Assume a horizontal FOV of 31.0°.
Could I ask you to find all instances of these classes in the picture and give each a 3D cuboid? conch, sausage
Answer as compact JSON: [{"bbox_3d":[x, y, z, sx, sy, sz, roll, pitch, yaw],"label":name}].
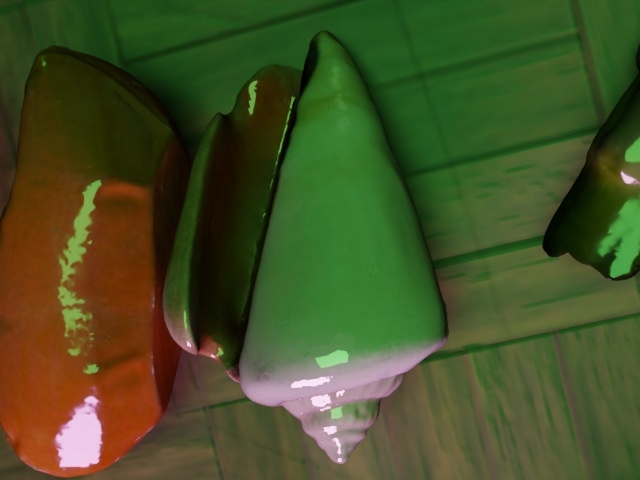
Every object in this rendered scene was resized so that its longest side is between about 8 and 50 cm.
[{"bbox_3d":[-0.006,0.000,0.467,0.105,0.094,0.176,-11,89,31],"label":"conch"},{"bbox_3d":[-0.096,0.010,0.489,0.089,0.089,0.179,8,100,10],"label":"sausage"}]

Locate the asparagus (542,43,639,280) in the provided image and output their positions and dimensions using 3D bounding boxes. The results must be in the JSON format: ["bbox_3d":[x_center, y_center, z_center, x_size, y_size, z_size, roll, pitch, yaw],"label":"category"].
[{"bbox_3d":[0.180,-0.110,0.436,0.080,0.080,0.287,28,106,8],"label":"asparagus"}]
